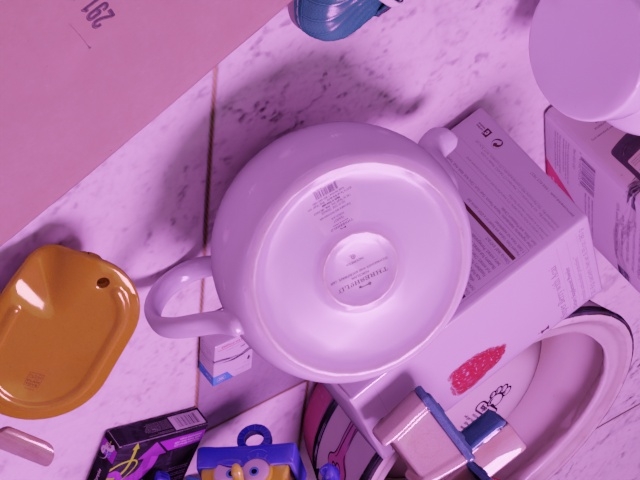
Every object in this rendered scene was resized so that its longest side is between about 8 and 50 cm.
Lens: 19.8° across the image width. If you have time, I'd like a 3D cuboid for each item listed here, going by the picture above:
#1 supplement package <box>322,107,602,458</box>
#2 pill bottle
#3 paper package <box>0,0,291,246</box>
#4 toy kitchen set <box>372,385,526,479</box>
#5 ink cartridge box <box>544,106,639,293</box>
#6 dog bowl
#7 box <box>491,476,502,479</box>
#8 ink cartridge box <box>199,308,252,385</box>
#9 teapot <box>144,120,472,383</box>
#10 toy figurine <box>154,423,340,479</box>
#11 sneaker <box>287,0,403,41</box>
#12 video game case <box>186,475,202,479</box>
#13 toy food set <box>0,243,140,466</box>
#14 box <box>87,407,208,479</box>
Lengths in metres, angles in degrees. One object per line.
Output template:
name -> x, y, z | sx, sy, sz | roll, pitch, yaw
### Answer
supplement package -> 0.112, 0.046, 1.845 | 0.293, 0.175, 0.177 | -37, 152, -6
pill bottle -> 0.367, -0.200, 1.803 | 0.334, 0.188, 0.188 | -10, 138, -41
paper package -> -0.212, -0.190, 1.187 | 0.309, 0.168, 0.325 | -41, 151, 0
toy kitchen set -> 0.130, 0.196, 1.832 | 0.122, 0.166, 0.207 | -38, -168, -3
ink cartridge box -> 0.350, -0.039, 1.942 | 0.100, 0.237, 0.172 | -33, 149, -13
dog bowl -> 0.157, 0.186, 2.105 | 0.408, 0.150, 0.408 | -28, 147, -21
box -> 0.192, 0.355, 2.093 | 0.128, 0.122, 0.257 | -47, 149, 9
ink cartridge box -> -0.094, 0.104, 1.834 | 0.048, 0.028, 0.083 | -26, 146, -25
teapot -> 0.000, 0.000, 1.670 | 0.256, 0.187, 0.252 | 15, 102, -26
toy figurine -> -0.096, 0.301, 1.918 | 0.363, 0.217, 0.191 | -5, 149, 14
sneaker -> 0.099, -0.265, 1.484 | 0.302, 0.121, 0.108 | -48, 149, 12
video game case -> -0.083, 0.324, 2.047 | 0.166, 0.015, 0.119 | 14, 129, -8
toy food set -> -0.248, 0.085, 1.611 | 0.128, 0.071, 0.218 | 20, 115, -30
box -> -0.192, 0.250, 1.914 | 0.116, 0.029, 0.162 | -12, 140, -40
